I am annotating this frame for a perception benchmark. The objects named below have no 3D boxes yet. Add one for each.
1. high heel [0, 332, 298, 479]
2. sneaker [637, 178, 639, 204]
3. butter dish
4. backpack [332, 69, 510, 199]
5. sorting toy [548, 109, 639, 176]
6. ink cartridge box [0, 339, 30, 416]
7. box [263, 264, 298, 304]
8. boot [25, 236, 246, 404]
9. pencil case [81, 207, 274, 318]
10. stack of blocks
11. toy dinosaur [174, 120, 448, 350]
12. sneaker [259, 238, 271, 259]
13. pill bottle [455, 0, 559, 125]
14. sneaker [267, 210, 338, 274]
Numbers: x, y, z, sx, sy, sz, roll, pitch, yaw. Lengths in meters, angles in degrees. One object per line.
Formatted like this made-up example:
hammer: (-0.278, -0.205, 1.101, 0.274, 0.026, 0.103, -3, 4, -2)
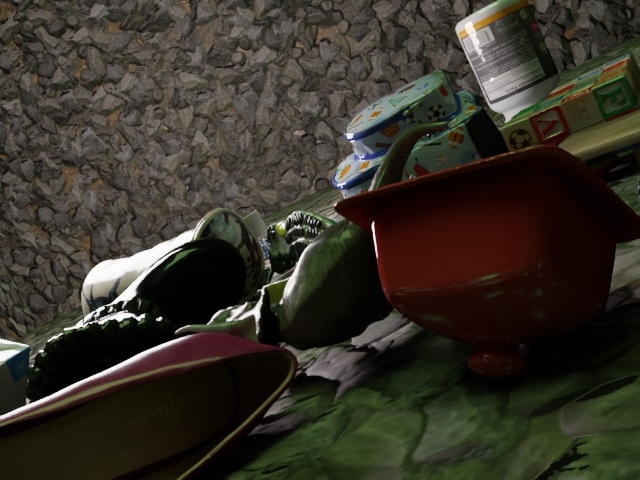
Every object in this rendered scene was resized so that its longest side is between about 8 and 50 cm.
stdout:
high heel: (-0.179, 0.157, 0.448, 0.181, 0.127, 0.377, -26, 5, 38)
sneaker: (0.345, -0.087, 0.391, 0.319, 0.112, 0.131, -17, 14, 47)
butter dish: (0.109, 0.027, 0.446, 0.160, 0.118, 0.160, -14, -25, 39)
backpack: (0.146, -0.131, 1.122, 0.263, 0.213, 0.276, -35, 7, 17)
sorting toy: (0.329, -0.103, 0.824, 0.274, 0.046, 0.132, -19, 10, 42)
ink cartridge box: (-0.404, 0.220, 0.848, 0.060, 0.180, 0.104, 11, 13, 6)
box: (0.043, 0.037, 0.805, 0.232, 0.058, 0.087, -19, 10, 43)
boot: (-0.201, 0.103, 0.880, 0.348, 0.131, 0.260, -42, 6, -25)
pencil case: (-0.269, 0.071, 1.266, 0.410, 0.160, 0.183, -20, 10, 42)
stack of blocks: (0.390, -0.189, 1.060, 0.171, 0.087, 0.297, -23, 8, 31)
toy dinosaur: (0.022, 0.034, 0.586, 0.160, 0.121, 0.313, -37, -3, -42)
sneaker: (-0.156, 0.029, 1.622, 0.135, 0.052, 0.058, -23, 2, 20)
pill bottle: (0.420, -0.378, 1.549, 0.162, 0.279, 0.162, -26, 7, 4)
sneaker: (0.000, 0.000, 1.072, 0.109, 0.107, 0.275, -10, 7, -19)
